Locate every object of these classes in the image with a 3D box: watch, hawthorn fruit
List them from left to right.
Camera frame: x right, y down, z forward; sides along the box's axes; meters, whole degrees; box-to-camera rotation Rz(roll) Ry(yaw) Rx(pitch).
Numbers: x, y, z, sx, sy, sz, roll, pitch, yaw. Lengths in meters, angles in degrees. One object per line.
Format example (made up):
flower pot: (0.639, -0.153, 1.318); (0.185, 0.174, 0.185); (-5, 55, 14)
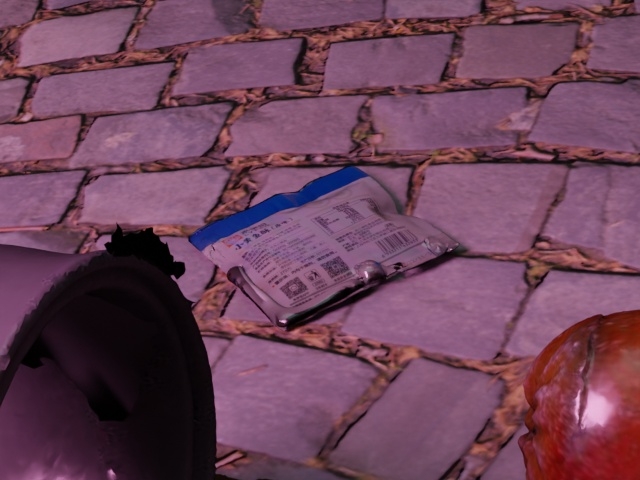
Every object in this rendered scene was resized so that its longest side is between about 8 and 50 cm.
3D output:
watch: (-0.173, 0.144, 0.985); (0.314, 0.326, 0.335); (6, 34, 22)
hawthorn fruit: (0.208, 0.121, 1.091); (0.173, 0.173, 0.173); (-6, 32, 4)

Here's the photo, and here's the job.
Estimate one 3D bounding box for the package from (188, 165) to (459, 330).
package: (0.000, 0.000, 1.462); (0.171, 0.027, 0.173); (-25, 35, -19)
